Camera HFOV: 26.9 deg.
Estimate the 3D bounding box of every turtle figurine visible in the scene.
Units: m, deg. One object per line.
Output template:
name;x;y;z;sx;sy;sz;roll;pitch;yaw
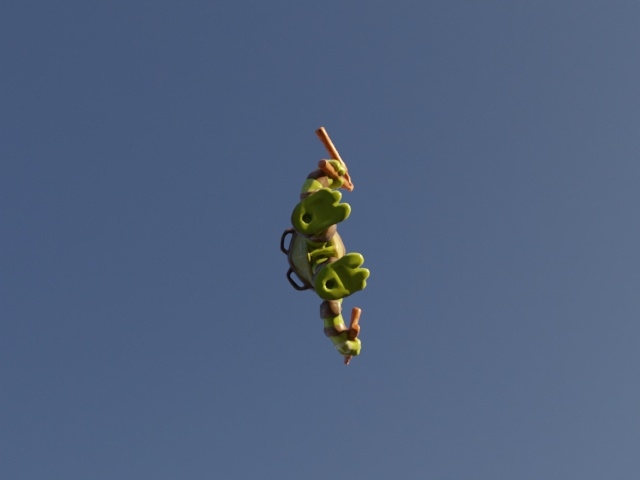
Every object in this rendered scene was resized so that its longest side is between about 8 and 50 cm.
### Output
turtle figurine;0.000;0.000;1.428;0.087;0.217;0.269;-4;-95;-1
